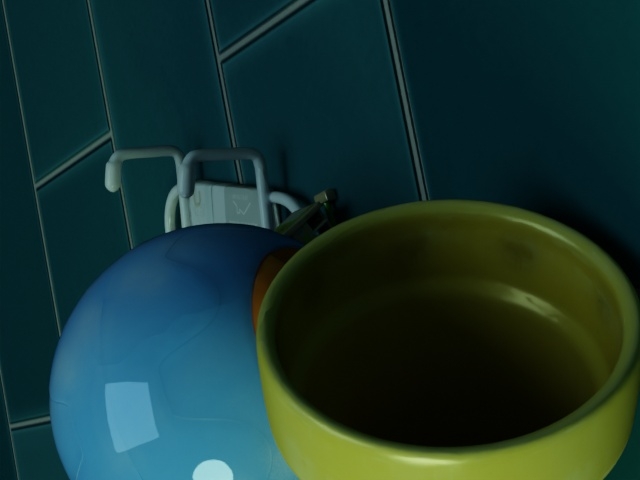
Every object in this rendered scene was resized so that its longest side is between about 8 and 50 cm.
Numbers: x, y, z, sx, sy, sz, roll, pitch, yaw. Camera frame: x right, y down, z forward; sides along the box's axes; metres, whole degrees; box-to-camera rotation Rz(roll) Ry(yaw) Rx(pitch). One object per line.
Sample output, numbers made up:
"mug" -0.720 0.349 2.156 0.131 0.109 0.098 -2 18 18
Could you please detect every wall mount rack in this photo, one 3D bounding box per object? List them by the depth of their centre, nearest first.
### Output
"wall mount rack" -0.132 0.054 1.486 0.350 0.130 0.304 7 103 61

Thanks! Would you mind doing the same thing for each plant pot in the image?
"plant pot" 0.091 0.139 1.015 0.254 0.254 0.239 48 152 45

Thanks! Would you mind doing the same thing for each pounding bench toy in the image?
"pounding bench toy" 0.000 0.000 1.323 0.065 0.083 0.052 51 151 -10

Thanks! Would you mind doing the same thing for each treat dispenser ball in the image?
"treat dispenser ball" -0.081 0.130 1.206 0.288 0.288 0.288 22 116 57
